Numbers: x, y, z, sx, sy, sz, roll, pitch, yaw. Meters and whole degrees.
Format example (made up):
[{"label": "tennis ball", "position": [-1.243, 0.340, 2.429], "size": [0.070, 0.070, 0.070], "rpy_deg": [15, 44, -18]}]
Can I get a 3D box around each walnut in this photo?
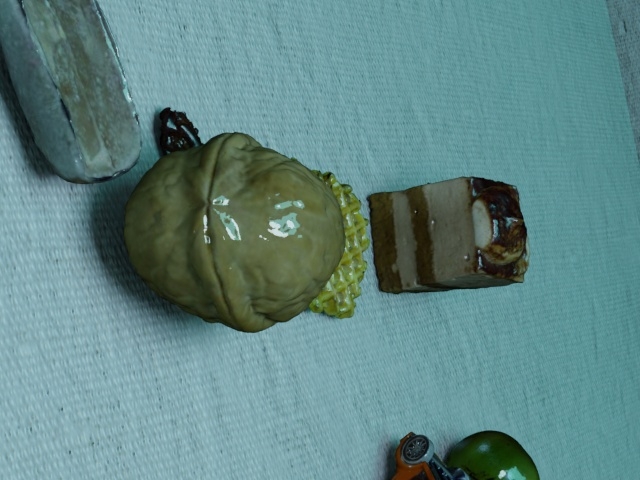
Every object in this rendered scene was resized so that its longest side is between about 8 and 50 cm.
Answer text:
[{"label": "walnut", "position": [-0.112, -0.010, 1.569], "size": [0.252, 0.277, 0.313], "rpy_deg": [-60, 165, -3]}]

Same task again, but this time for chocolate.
[{"label": "chocolate", "position": [-0.332, -0.218, 1.489], "size": [0.185, 0.100, 0.303], "rpy_deg": [-39, 115, -63]}]

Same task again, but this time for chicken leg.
[{"label": "chicken leg", "position": [-0.176, -0.109, 1.721], "size": [0.093, 0.053, 0.205], "rpy_deg": [-67, 138, -59]}]

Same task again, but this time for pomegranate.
[{"label": "pomegranate", "position": [0.294, 0.446, 2.124], "size": [0.210, 0.180, 0.180], "rpy_deg": [-36, 112, -23]}]

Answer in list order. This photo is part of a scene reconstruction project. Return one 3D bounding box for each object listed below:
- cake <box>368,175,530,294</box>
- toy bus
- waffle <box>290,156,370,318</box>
[{"label": "cake", "position": [0.254, -0.014, 2.078], "size": [0.199, 0.293, 0.196], "rpy_deg": [8, 75, -49]}, {"label": "toy bus", "position": [0.192, 0.470, 1.907], "size": [0.143, 0.153, 0.329], "rpy_deg": [47, 10, -35]}, {"label": "waffle", "position": [0.001, 0.000, 1.931], "size": [0.245, 0.052, 0.254], "rpy_deg": [40, 51, -40]}]
